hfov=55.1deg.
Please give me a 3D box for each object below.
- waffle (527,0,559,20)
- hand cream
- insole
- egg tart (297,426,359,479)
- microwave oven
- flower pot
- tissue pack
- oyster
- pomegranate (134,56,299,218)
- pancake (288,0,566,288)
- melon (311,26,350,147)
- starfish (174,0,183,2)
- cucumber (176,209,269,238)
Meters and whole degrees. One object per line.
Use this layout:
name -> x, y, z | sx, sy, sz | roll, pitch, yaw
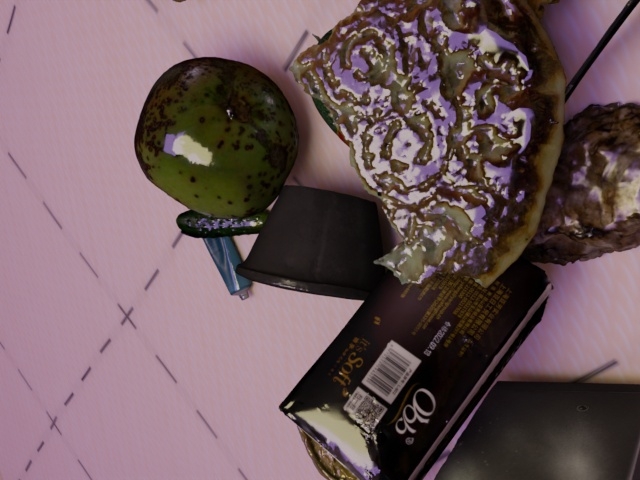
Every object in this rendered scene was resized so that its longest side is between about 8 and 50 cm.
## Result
waffle -> 0.194, -0.393, 0.770 | 0.329, 0.062, 0.329 | 43, 150, 32
hand cream -> -0.205, 0.022, 1.293 | 0.083, 0.048, 0.224 | -32, 82, 37
insole -> 0.331, -0.228, 0.715 | 0.012, 0.110, 0.309 | 38, 138, 12
egg tart -> 0.082, 0.357, 1.151 | 0.288, 0.118, 0.288 | 13, 115, 31
microwave oven -> 0.350, 0.464, 0.835 | 0.236, 0.374, 0.431 | -10, 105, 38
flower pot -> 0.000, 0.000, 1.022 | 0.269, 0.269, 0.166 | 9, 92, 34
tissue pack -> 0.138, 0.170, 0.867 | 0.210, 0.198, 0.370 | 37, 80, 20
oyster -> 0.362, -0.073, 0.797 | 0.396, 0.111, 0.204 | -18, 92, 43
pomegranate -> -0.188, -0.161, 1.097 | 0.285, 0.285, 0.340 | 57, 155, 6
pancake -> 0.153, -0.148, 0.771 | 0.305, 0.067, 0.426 | -24, 92, 20
melon -> 0.092, -0.212, 0.893 | 0.287, 0.182, 0.182 | 46, 127, 14
starfish -> -0.304, -0.521, 1.142 | 0.190, 0.074, 0.146 | 31, 121, 24
cucumber -> -0.187, -0.036, 1.227 | 0.228, 0.069, 0.069 | -1, 107, 21
